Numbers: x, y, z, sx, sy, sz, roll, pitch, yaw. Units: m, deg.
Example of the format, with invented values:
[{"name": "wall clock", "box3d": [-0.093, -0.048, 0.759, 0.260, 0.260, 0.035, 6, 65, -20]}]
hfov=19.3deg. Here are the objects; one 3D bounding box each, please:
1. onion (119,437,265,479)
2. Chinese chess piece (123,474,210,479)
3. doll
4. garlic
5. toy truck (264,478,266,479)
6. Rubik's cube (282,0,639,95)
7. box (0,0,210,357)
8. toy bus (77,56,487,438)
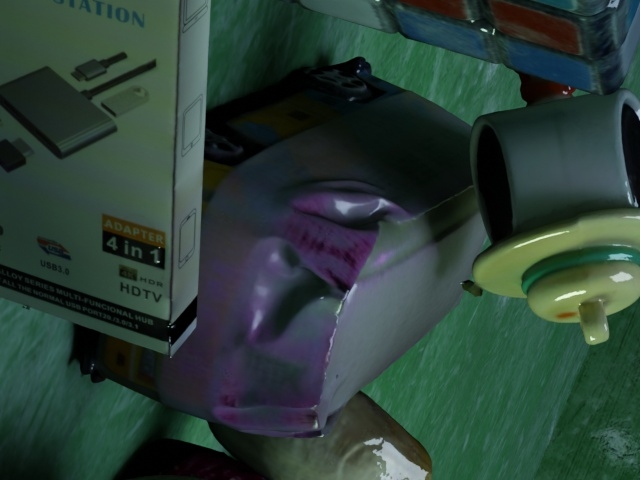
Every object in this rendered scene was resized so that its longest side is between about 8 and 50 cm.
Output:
[{"name": "onion", "box3d": [-0.097, 0.233, 1.231, 0.195, 0.140, 0.218, -63, 160, -4]}, {"name": "Chinese chess piece", "box3d": [-0.114, 0.295, 1.032, 0.349, 0.146, 0.349, -34, 141, -34]}, {"name": "doll", "box3d": [0.134, -0.089, 1.187, 0.208, 0.144, 0.271, -95, 171, -66]}, {"name": "garlic", "box3d": [-0.021, 0.119, 1.279, 0.101, 0.195, 0.087, 30, 87, -52]}, {"name": "toy truck", "box3d": [-0.037, 0.248, 1.457, 0.126, 0.113, 0.208, 71, 39, -64]}, {"name": "Rubik's cube", "box3d": [0.037, -0.267, 0.814, 0.292, 0.293, 0.287, 52, 58, -73]}, {"name": "box", "box3d": [-0.114, -0.066, 0.831, 0.033, 0.129, 0.247, -53, 155, -48]}, {"name": "toy bus", "box3d": [0.000, 0.000, 1.219, 0.386, 0.162, 0.171, -32, 139, -65]}]
